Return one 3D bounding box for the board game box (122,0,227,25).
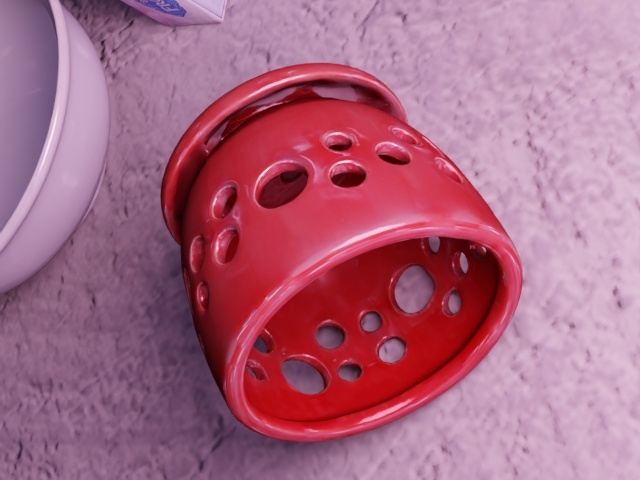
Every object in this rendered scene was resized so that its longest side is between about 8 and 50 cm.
[{"bbox_3d":[-0.161,-0.359,0.985,0.066,0.318,0.318,3,77,37],"label":"board game box"}]

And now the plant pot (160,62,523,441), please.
[{"bbox_3d":[0.000,0.000,0.836,0.191,0.191,0.174,-44,52,17],"label":"plant pot"}]

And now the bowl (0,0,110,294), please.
[{"bbox_3d":[-0.264,-0.072,1.085,0.298,0.134,0.297,-12,68,33],"label":"bowl"}]
